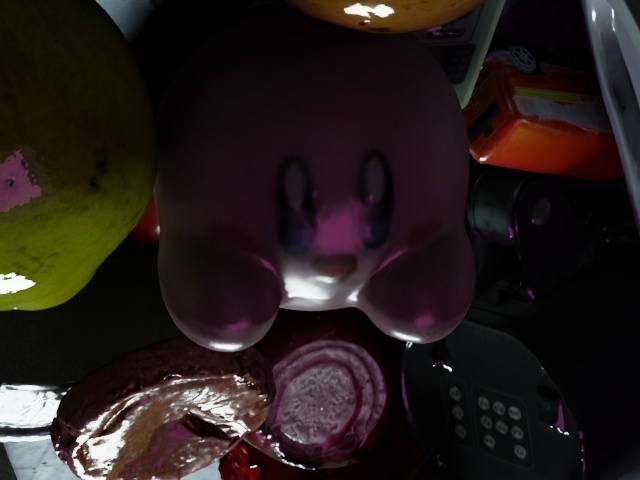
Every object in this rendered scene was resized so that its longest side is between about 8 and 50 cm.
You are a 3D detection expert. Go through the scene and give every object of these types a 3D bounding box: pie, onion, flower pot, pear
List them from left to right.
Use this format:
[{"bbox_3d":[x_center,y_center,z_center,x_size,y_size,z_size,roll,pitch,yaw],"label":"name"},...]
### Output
[{"bbox_3d":[-0.209,-0.072,1.226,0.212,0.212,0.269,-15,133,-9],"label":"pear"},{"bbox_3d":[-0.184,0.086,1.567,0.229,0.108,0.103,-5,146,-22],"label":"flower pot"},{"bbox_3d":[-0.122,0.134,1.527,0.182,0.050,0.182,-18,147,-12],"label":"pie"},{"bbox_3d":[-0.007,0.089,1.671,0.173,0.135,0.198,29,88,-39],"label":"onion"}]

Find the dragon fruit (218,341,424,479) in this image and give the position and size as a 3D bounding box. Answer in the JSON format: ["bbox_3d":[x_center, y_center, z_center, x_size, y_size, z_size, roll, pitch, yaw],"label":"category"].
[{"bbox_3d":[0.055,0.298,1.820,0.228,0.329,0.286,-17,147,-18],"label":"dragon fruit"}]

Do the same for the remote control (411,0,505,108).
[{"bbox_3d":[0.080,-0.189,1.372,0.123,0.038,0.285,-6,144,-21],"label":"remote control"}]

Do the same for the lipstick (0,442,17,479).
[{"bbox_3d":[-0.288,0.247,1.720,0.066,0.068,0.317,-17,160,-10],"label":"lipstick"}]

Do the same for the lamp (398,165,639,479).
[{"bbox_3d":[0.215,0.119,1.678,0.272,0.205,0.374,-6,104,-43],"label":"lamp"}]

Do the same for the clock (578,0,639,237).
[{"bbox_3d":[0.275,-0.069,1.385,0.102,0.339,0.338,-17,147,0],"label":"clock"}]

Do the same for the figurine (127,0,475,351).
[{"bbox_3d":[-0.012,-0.062,1.335,0.269,0.261,0.211,-1,111,-7],"label":"figurine"}]

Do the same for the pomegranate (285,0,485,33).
[{"bbox_3d":[0.036,-0.215,1.176,0.191,0.191,0.191,-14,147,-10],"label":"pomegranate"}]

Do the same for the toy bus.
[{"bbox_3d":[0.186,-0.094,1.533,0.174,0.077,0.079,7,139,-35],"label":"toy bus"}]
